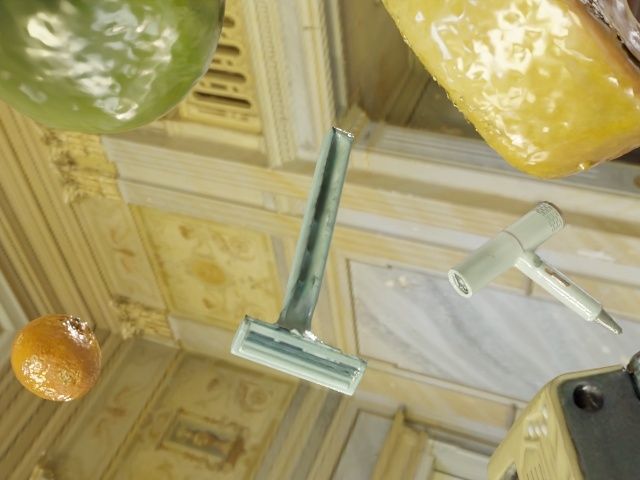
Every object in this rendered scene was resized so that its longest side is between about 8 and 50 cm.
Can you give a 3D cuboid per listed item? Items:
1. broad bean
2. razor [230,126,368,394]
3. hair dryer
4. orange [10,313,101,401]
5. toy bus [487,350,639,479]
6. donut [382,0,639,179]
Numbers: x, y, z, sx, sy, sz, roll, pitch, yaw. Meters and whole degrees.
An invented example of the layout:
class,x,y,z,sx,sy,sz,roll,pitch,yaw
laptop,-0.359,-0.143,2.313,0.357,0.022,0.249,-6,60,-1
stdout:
class,x,y,z,sx,sy,sz,roll,pitch,yaw
broad bean,-0.188,-0.197,0.623,0.291,0.238,0.119,-49,22,48
razor,-0.004,0.005,0.755,0.056,0.111,0.278,126,161,-47
hair dryer,0.261,0.061,0.937,0.154,0.183,0.044,-33,-21,-15
orange,-0.391,0.170,1.215,0.135,0.135,0.118,-16,-56,-68
toy bus,0.298,0.147,0.489,0.202,0.365,0.177,104,157,-58
donut,0.133,-0.162,0.556,0.277,0.108,0.278,38,-147,-31
